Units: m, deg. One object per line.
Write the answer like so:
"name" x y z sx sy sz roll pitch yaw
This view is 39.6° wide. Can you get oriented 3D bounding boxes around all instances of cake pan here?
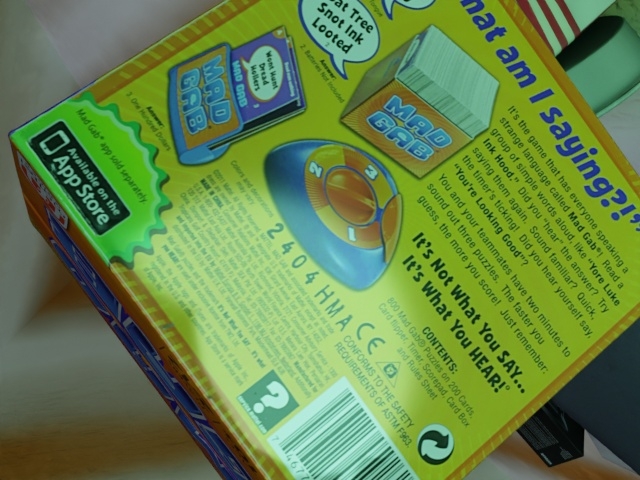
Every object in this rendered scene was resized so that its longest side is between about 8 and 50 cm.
"cake pan" 0.223 -0.162 0.976 0.054 0.293 0.293 60 160 -14

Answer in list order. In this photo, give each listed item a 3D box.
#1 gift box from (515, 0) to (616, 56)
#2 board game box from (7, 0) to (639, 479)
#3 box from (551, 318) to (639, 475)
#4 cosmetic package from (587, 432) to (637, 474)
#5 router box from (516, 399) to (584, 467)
"gift box" 0.119 -0.279 0.922 0.276 0.255 0.258 51 156 -18
"board game box" 0.000 0.000 0.764 0.356 0.356 0.356 54 163 -2
"box" 0.414 0.044 0.909 0.179 0.312 0.343 40 157 20
"cosmetic package" 0.599 0.327 1.593 0.225 0.138 0.224 24 156 52
"router box" 0.390 0.237 1.692 0.081 0.243 0.309 -30 110 33
